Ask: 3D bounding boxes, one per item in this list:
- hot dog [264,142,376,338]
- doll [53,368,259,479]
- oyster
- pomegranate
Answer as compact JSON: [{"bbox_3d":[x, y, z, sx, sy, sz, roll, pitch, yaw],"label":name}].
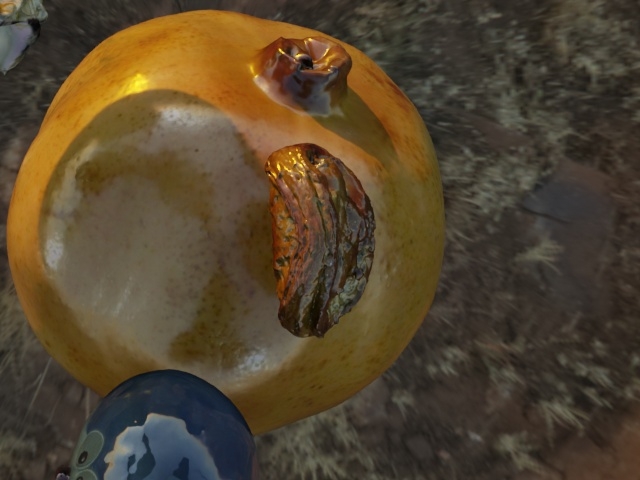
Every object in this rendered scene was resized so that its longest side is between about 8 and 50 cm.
[{"bbox_3d":[-0.003,0.000,1.057,0.065,0.099,0.147,-4,92,24],"label":"hot dog"},{"bbox_3d":[-0.120,0.199,1.002,0.154,0.258,0.228,7,64,6],"label":"doll"},{"bbox_3d":[-0.251,-0.135,0.906,0.163,0.191,0.081,-21,86,-23],"label":"oyster"},{"bbox_3d":[-0.079,-0.031,1.311,0.417,0.416,0.416,0,96,-5],"label":"pomegranate"}]
